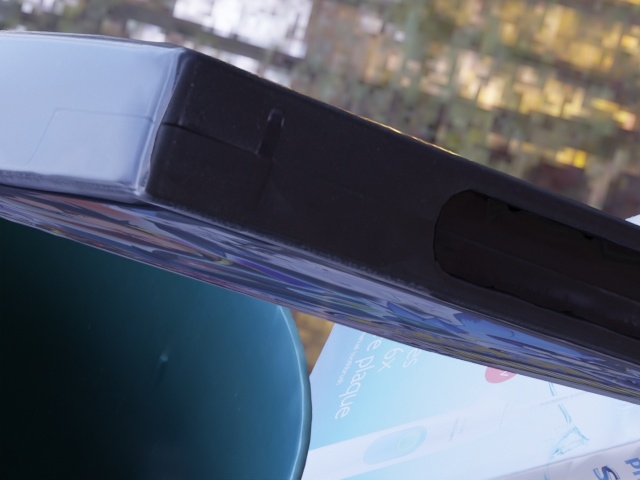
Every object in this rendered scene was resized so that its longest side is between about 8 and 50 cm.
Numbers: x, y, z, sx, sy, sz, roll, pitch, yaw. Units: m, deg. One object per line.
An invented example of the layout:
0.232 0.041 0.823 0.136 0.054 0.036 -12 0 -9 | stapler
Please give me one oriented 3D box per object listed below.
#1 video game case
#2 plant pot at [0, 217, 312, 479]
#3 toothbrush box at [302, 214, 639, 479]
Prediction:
0.000 0.000 0.521 0.275 0.248 0.035 12 83 58 | video game case
-0.173 0.121 0.860 0.293 0.293 0.235 -66 -2 -46 | plant pot
0.121 0.119 1.170 0.126 0.295 0.216 53 -140 -23 | toothbrush box
